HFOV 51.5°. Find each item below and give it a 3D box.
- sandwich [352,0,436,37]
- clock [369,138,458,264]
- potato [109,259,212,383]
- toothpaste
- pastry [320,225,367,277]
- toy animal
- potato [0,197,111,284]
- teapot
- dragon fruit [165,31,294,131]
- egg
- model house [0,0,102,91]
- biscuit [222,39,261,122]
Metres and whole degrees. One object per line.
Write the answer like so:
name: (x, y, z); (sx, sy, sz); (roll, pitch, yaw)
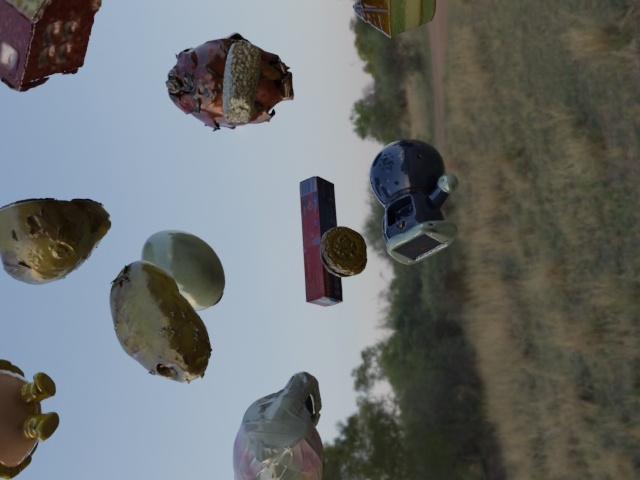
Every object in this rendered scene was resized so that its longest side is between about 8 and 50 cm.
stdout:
sandwich: (0.145, -0.527, 1.373); (0.187, 0.117, 0.144); (52, 161, 43)
clock: (0.185, -0.090, 1.328); (0.146, 0.199, 0.244); (18, -127, -40)
potato: (-0.343, 0.174, 1.392); (0.300, 0.173, 0.140); (47, -175, 24)
toothpaste: (0.001, 0.000, 1.647); (0.076, 0.066, 0.321); (21, -121, -47)
pastry: (0.047, 0.024, 1.343); (0.097, 0.109, 0.057); (-63, 5, -27)
toy animal: (-0.424, 0.225, 0.807); (0.156, 0.229, 0.156); (-14, -90, -75)
potato: (-0.685, 0.011, 1.712); (0.299, 0.246, 0.196); (-5, -101, -60)
teapot: (-0.052, 0.351, 1.178); (0.163, 0.221, 0.178); (37, 140, 37)
dragon fruit: (-0.232, -0.410, 1.715); (0.250, 0.314, 0.251); (-22, -90, -90)
egg: (-0.356, 0.075, 1.716); (0.253, 0.186, 0.186); (41, -178, 10)
model house: (-0.472, -0.408, 1.071); (0.196, 0.254, 0.160); (42, -145, 6)
biscuit: (-0.160, -0.317, 1.331); (0.082, 0.070, 0.169); (115, 160, -59)
